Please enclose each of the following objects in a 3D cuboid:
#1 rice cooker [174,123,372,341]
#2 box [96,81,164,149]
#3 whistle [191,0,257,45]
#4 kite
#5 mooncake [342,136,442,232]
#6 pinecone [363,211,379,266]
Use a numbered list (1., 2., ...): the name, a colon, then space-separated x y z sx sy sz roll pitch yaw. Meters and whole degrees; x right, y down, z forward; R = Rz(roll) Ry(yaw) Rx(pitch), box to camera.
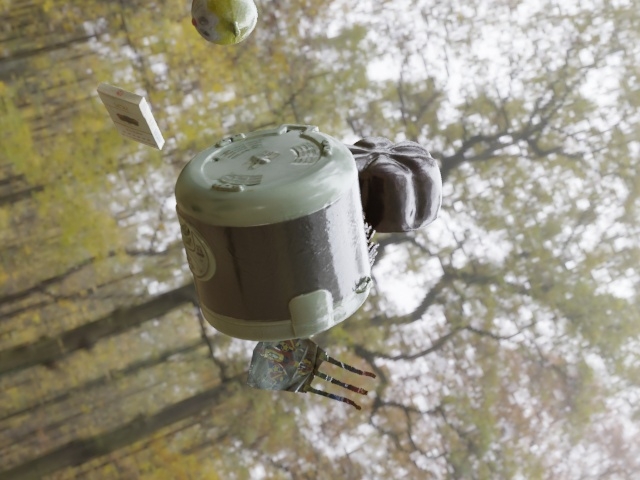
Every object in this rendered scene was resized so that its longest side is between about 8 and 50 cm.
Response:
1. rice cooker: -0.069 -0.006 1.541 0.288 0.288 0.277 39 -35 52
2. box: -0.351 -0.230 1.920 0.090 0.024 0.167 20 -20 13
3. whistle: -0.189 -0.424 1.832 0.123 0.123 0.223 93 -25 -44
4. kite: -0.016 0.247 1.951 0.141 0.245 0.015 -65 -165 6
5. mooncake: 0.115 -0.111 1.994 0.245 0.245 0.133 37 -47 54
6. pinecone: -0.001 0.005 1.826 0.204 0.184 0.179 38 11 -6
